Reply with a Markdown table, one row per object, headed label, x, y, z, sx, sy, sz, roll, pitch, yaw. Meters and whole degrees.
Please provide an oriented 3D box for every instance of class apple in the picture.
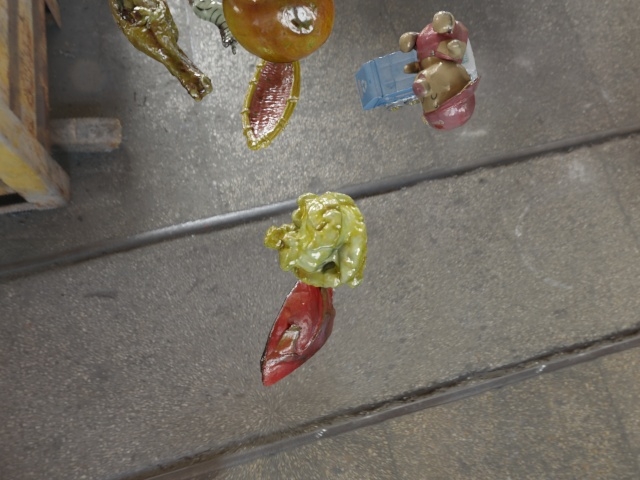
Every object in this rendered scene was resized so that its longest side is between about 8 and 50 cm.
| label | x | y | z | sx | sy | sz | roll | pitch | yaw |
| --- | --- | --- | --- | --- | --- | --- | --- | --- | --- |
| apple | -0.092 | -0.494 | 1.127 | 0.237 | 0.207 | 0.237 | -9 | 69 | 26 |

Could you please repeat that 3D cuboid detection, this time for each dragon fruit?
| label | x | y | z | sx | sy | sz | roll | pitch | yaw |
| --- | --- | --- | --- | --- | --- | --- | --- | --- | --- |
| dragon fruit | -0.034 | 0.219 | 1.424 | 0.100 | 0.282 | 0.343 | 14 | 28 | 25 |

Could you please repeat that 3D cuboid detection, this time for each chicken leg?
| label | x | y | z | sx | sy | sz | roll | pitch | yaw |
| --- | --- | --- | --- | --- | --- | --- | --- | --- | --- |
| chicken leg | -0.430 | -0.538 | 1.445 | 0.140 | 0.211 | 0.361 | -33 | 109 | 19 |

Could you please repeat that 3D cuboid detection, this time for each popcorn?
| label | x | y | z | sx | sy | sz | roll | pitch | yaw |
| --- | --- | --- | --- | --- | --- | --- | --- | --- | --- |
| popcorn | 0.000 | 0.001 | 1.022 | 0.185 | 0.187 | 0.167 | -20 | 33 | 22 |

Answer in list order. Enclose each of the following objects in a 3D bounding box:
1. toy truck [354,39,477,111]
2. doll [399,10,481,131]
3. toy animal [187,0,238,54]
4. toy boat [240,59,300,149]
| label | x | y | z | sx | sy | sz | roll | pitch | yaw |
| --- | --- | --- | --- | --- | --- | --- | --- | --- | --- |
| toy truck | 0.292 | -0.508 | 1.634 | 0.367 | 0.175 | 0.146 | -15 | 89 | 12 |
| doll | 0.284 | -0.386 | 1.246 | 0.152 | 0.196 | 0.256 | -11 | 95 | 1 |
| toy animal | -0.276 | -0.616 | 1.452 | 0.217 | 0.073 | 0.176 | 26 | 74 | 8 |
| toy boat | -0.121 | -0.362 | 1.318 | 0.141 | 0.099 | 0.318 | 11 | 82 | 15 |
